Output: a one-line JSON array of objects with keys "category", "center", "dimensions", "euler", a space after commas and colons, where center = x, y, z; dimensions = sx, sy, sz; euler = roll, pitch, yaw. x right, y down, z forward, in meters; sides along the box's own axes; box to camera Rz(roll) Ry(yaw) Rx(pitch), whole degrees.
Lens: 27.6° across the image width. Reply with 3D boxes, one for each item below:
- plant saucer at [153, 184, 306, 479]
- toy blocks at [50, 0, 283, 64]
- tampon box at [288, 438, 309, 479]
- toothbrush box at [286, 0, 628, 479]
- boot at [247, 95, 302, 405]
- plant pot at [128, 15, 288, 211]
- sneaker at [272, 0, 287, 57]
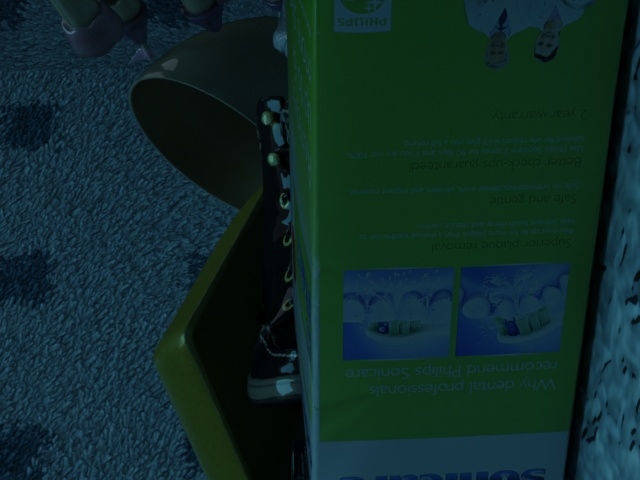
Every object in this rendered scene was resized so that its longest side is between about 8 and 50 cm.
[{"category": "plant saucer", "center": [-0.070, 0.152, 1.422], "dimensions": [0.333, 0.081, 0.333], "euler": [-64, -41, -57]}, {"category": "toy blocks", "center": [-0.155, -0.350, 1.534], "dimensions": [0.260, 0.288, 0.309], "euler": [58, -161, -49]}, {"category": "tampon box", "center": [0.022, 0.259, 1.274], "dimensions": [0.161, 0.101, 0.120], "euler": [101, 167, -74]}, {"category": "toothbrush box", "center": [0.047, -0.037, 0.606], "dimensions": [0.206, 0.122, 0.283], "euler": [-98, 5, -58]}, {"category": "boot", "center": [0.000, 0.000, 1.247], "dimensions": [0.377, 0.138, 0.284], "euler": [-44, -48, -84]}, {"category": "plant pot", "center": [-0.084, -0.184, 1.723], "dimensions": [0.191, 0.284, 0.284], "euler": [-57, -11, -22]}, {"category": "sneaker", "center": [0.019, -0.217, 1.165], "dimensions": [0.281, 0.105, 0.115], "euler": [-116, 34, -78]}]
